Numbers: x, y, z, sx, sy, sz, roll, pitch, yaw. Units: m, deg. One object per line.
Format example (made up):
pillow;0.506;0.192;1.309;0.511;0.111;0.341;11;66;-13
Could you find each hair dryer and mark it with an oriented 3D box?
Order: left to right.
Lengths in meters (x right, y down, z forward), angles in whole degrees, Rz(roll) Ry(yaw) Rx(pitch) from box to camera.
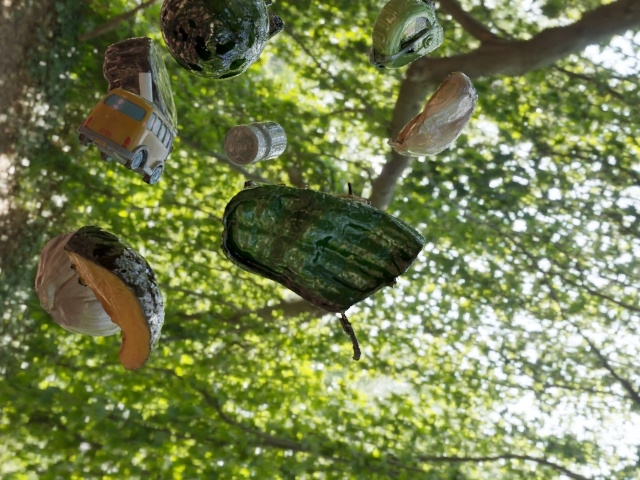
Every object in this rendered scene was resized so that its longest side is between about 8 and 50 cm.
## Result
hair dryer;-0.174;-0.613;1.886;0.235;0.091;0.272;-19;-136;38

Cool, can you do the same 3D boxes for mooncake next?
mooncake;-0.519;-0.432;1.977;0.306;0.154;0.306;-12;90;-88

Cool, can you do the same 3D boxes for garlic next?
garlic;-0.643;0.121;1.870;0.317;0.259;0.317;15;-67;40
garlic;0.273;-0.263;1.559;0.228;0.110;0.217;-41;170;15

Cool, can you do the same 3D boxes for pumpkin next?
pumpkin;-0.379;0.102;1.416;0.169;0.148;0.312;-48;129;-51

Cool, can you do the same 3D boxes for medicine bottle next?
medicine bottle;-0.166;-0.255;1.762;0.168;0.105;0.105;-31;144;-63

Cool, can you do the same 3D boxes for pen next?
pen;-0.432;-0.286;1.696;0.033;0.033;0.269;-129;-143;-76

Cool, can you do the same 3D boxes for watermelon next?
watermelon;-0.234;-0.481;1.506;0.242;0.242;0.242;-165;-90;-78

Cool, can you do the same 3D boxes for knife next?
knife;0.071;0.226;1.702;0.045;0.021;0.222;24;-40;46

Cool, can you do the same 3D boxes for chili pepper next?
chili pepper;-0.004;0.007;1.291;0.167;0.384;0.213;-70;175;-73

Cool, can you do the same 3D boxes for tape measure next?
tape measure;0.179;-0.450;1.454;0.087;0.177;0.154;44;-20;30

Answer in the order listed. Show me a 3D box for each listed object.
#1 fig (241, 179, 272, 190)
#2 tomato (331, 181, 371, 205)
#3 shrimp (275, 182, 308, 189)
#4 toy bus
fig;-0.189;-0.099;2.250;0.235;0.235;0.214;-162;-120;-78
tomato;-0.004;-0.005;1.751;0.309;0.170;0.309;-156;-90;-87
shrimp;-0.110;-0.144;2.078;0.162;0.095;0.045;-30;-166;28
toy bus;-0.362;-0.203;1.313;0.136;0.126;0.209;-62;172;-8
